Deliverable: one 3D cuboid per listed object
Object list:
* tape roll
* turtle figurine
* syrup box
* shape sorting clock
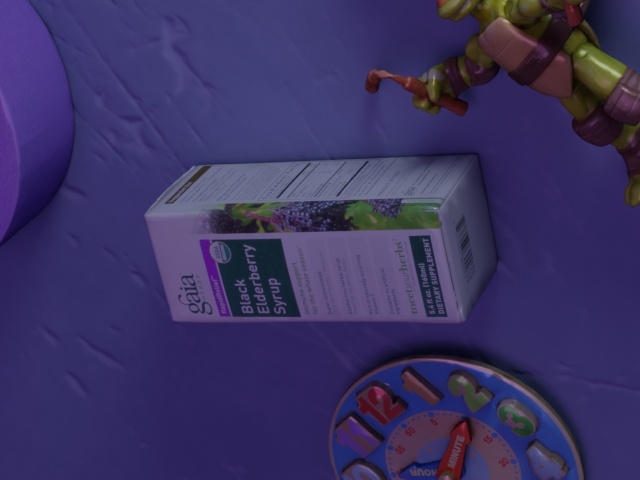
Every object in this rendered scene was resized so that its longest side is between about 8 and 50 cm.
[{"bbox_3d":[-0.335,-0.106,1.372,0.275,0.090,0.274,12,121,20],"label":"tape roll"},{"bbox_3d":[0.146,-0.115,1.141,0.217,0.087,0.269,38,152,-5],"label":"turtle figurine"},{"bbox_3d":[0.000,0.000,1.270,0.237,0.096,0.093,-1,116,24],"label":"syrup box"},{"bbox_3d":[0.103,0.177,1.354,0.206,0.040,0.206,11,121,20],"label":"shape sorting clock"}]
